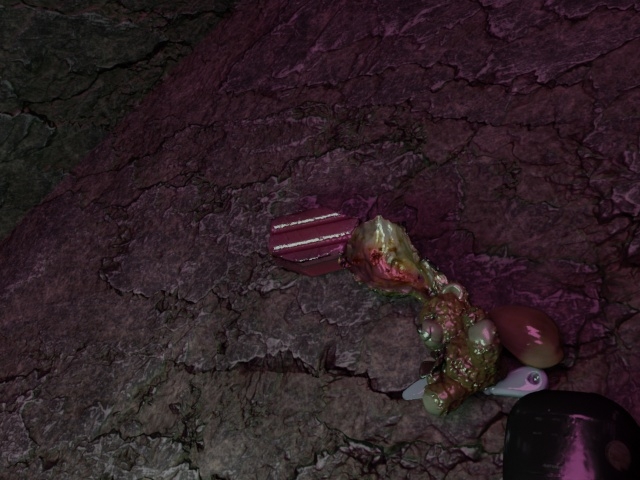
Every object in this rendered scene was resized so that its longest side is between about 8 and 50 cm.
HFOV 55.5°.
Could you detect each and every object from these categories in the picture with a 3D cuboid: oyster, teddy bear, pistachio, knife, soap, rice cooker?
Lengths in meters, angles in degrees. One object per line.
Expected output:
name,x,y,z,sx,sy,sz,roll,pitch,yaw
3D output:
oyster,0.215,0.064,1.534,0.337,0.133,0.197,28,91,30
teddy bear,0.301,0.221,1.354,0.267,0.156,0.256,-60,40,30
pistachio,0.451,0.206,1.336,0.185,0.124,0.124,22,73,44
knife,0.343,0.319,1.381,0.332,0.044,0.080,-9,58,27
soap,0.000,0.000,1.700,0.289,0.112,0.182,-14,57,20
rice cooker,0.468,0.409,1.128,0.267,0.267,0.224,0,53,27
